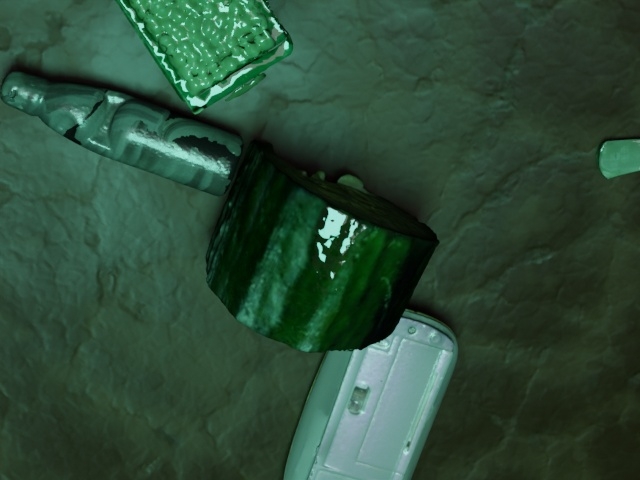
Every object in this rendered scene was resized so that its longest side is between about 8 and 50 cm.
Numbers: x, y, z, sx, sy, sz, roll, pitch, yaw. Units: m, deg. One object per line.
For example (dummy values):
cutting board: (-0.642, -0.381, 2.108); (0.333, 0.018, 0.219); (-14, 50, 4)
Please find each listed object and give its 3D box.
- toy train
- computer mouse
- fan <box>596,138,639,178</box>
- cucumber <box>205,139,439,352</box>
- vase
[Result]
toy train: (-0.123, -0.239, 0.975); (0.115, 0.154, 0.269); (-33, 108, 1)
computer mouse: (0.047, 0.175, 1.172); (0.126, 0.056, 0.245); (16, 104, -11)
fan: (0.355, -0.089, 1.155); (0.193, 0.016, 0.038); (-8, 110, -4)
cucumber: (0.005, 0.005, 1.056); (0.191, 0.191, 0.130); (20, 111, -13)
vase: (-0.174, -0.099, 1.059); (0.211, 0.060, 0.060); (20, 103, -13)
